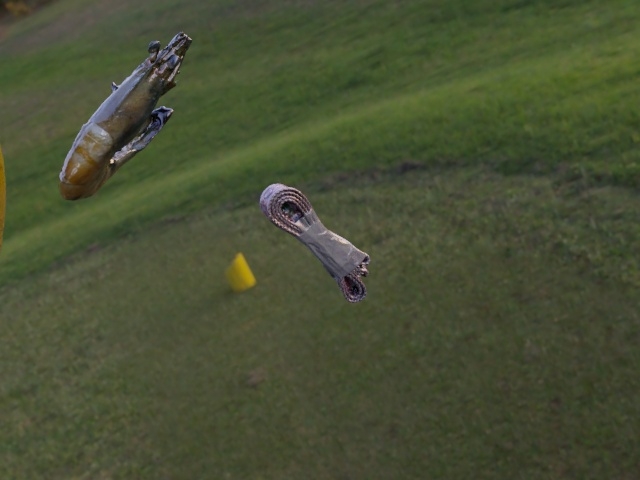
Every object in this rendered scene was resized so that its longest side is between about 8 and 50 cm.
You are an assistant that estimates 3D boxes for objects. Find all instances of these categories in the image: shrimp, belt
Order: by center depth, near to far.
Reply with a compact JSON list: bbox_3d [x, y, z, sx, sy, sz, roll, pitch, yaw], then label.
[{"bbox_3d":[-0.202,-0.130,1.083,0.217,0.051,0.150,-50,-6,7],"label":"shrimp"},{"bbox_3d":[0.000,0.000,1.532,0.071,0.232,0.053,-46,26,-5],"label":"belt"}]

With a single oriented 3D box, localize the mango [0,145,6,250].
[{"bbox_3d":[-0.417,-0.014,0.968,0.182,0.365,0.253,-4,25,-41],"label":"mango"}]
